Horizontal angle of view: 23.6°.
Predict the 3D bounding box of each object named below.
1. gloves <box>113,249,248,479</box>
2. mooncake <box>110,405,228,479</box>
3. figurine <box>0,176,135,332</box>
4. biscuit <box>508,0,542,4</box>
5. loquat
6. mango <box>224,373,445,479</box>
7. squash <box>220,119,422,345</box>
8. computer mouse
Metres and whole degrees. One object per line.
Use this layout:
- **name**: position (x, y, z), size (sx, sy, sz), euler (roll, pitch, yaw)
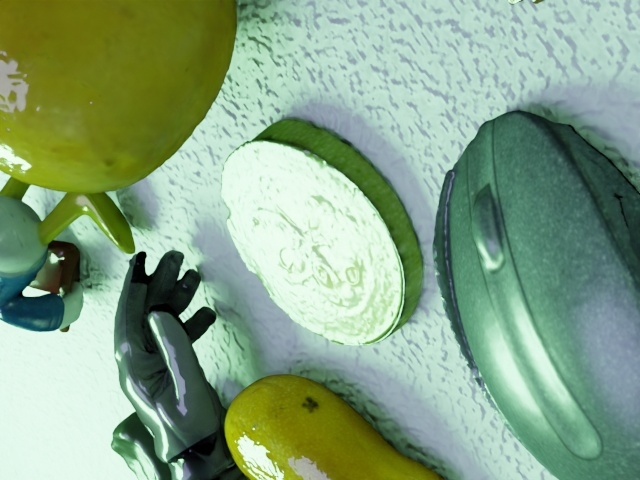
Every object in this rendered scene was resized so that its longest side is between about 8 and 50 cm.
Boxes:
- **gloves**: position (-0.144, 0.148, 1.560), size (0.142, 0.119, 0.285), euler (165, 92, -73)
- **mooncake**: position (-0.153, 0.258, 1.660), size (0.168, 0.175, 0.104), euler (20, 148, -20)
- **figurine**: position (-0.374, 0.033, 1.700), size (0.204, 0.338, 0.283), euler (56, -178, 15)
- **biscuit**: position (0.135, -0.193, 1.060), size (0.092, 0.016, 0.082), euler (38, 141, 30)
- **loquat**: position (-0.206, -0.186, 1.285), size (0.275, 0.275, 0.275), euler (32, 139, 34)
- **mango**: position (0.010, 0.224, 1.472), size (0.262, 0.109, 0.157), euler (28, 134, 36)
- **squash**: position (0.003, -0.003, 1.370), size (0.219, 0.041, 0.219), euler (30, 139, 29)
- **computer mouse**: position (0.200, 0.081, 1.107), size (0.374, 0.114, 0.203), euler (54, 147, 8)
